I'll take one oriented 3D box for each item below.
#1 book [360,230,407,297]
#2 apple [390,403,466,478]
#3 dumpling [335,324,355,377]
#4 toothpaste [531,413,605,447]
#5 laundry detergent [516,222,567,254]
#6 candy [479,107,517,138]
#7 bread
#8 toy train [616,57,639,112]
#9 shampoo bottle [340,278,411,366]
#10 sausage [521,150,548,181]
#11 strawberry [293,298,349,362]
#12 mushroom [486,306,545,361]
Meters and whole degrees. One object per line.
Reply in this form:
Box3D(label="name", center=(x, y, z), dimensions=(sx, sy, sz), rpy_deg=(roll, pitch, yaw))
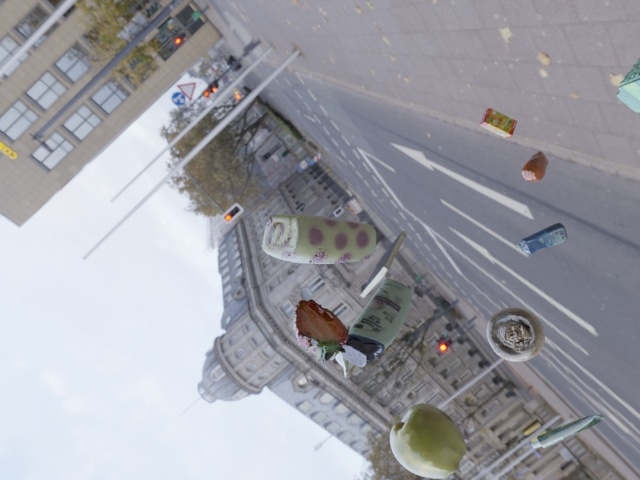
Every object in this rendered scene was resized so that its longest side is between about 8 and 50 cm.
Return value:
Box3D(label="book", center=(0.252, 0.091, 1.653), dimensions=(0.025, 0.191, 0.269), rpy_deg=(36, -139, 3))
Box3D(label="apple", center=(0.290, 0.543, 1.131), dimensions=(0.200, 0.200, 0.200), rpy_deg=(48, -175, -5))
Box3D(label="dumpling", center=(0.115, 0.464, 1.701), dimensions=(0.252, 0.132, 0.179), rpy_deg=(-78, -14, -74))
Box3D(label="toothpaste", center=(0.639, 0.499, 1.088), dimensions=(0.049, 0.204, 0.031), rpy_deg=(22, -142, -29))
Box3D(label="laundry detergent", center=(0.938, 0.001, 1.783), dimensions=(0.061, 0.206, 0.096), rpy_deg=(-103, -14, -48))
Box3D(label="candy", center=(0.651, -0.429, 1.529), dimensions=(0.122, 0.062, 0.038), rpy_deg=(22, 172, -6))
Box3D(label="bread", center=(0.000, 0.000, 1.341), dimensions=(0.338, 0.155, 0.187), rpy_deg=(5, -178, -41))
Box3D(label="toy train", center=(0.974, -0.415, 1.122), dimensions=(0.238, 0.166, 0.299), rpy_deg=(37, -175, -1))
Box3D(label="shampoo bottle", center=(0.195, 0.260, 1.343), dimensions=(0.134, 0.078, 0.359), rpy_deg=(24, -142, 19))
Box3D(label="sausage", center=(0.870, -0.297, 1.690), dimensions=(0.089, 0.179, 0.089), rpy_deg=(26, 141, 23))
Box3D(label="strawberry", center=(-0.008, 0.243, 1.089), dimensions=(0.192, 0.085, 0.140), rpy_deg=(27, -146, 21))
Box3D(label="mushroom", center=(0.809, 0.392, 1.744), dimensions=(0.178, 0.226, 0.226), rpy_deg=(2, -138, -50))
